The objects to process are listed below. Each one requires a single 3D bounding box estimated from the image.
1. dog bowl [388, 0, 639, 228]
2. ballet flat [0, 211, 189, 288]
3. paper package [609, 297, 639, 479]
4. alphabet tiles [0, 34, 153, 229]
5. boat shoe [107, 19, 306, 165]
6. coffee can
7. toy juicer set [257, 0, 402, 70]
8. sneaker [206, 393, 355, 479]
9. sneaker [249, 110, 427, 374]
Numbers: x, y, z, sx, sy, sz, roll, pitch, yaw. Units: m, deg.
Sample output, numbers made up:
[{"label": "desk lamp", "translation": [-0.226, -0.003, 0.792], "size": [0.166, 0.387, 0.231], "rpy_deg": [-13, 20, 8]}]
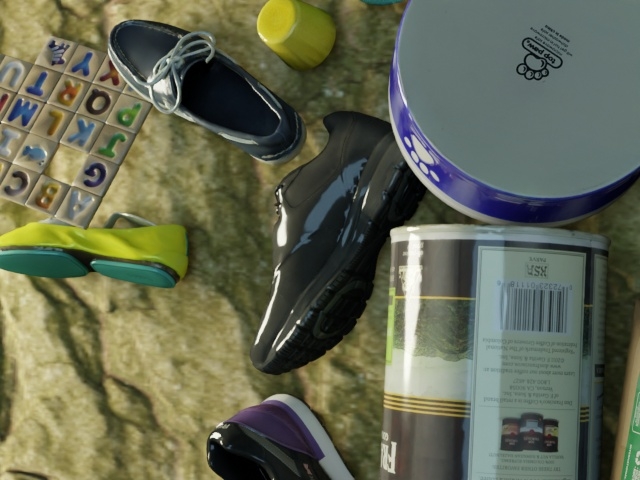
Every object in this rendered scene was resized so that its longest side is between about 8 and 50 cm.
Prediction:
[{"label": "dog bowl", "translation": [0.196, -0.149, 1.109], "size": [0.265, 0.104, 0.265], "rpy_deg": [0, 76, 1]}, {"label": "ballet flat", "translation": [-0.248, 0.003, 1.308], "size": [0.231, 0.077, 0.077], "rpy_deg": [5, 66, 16]}, {"label": "paper package", "translation": [0.387, 0.228, 0.950], "size": [0.309, 0.168, 0.325], "rpy_deg": [11, 88, -19]}, {"label": "alphabet tiles", "translation": [-0.312, -0.135, 1.336], "size": [0.237, 0.009, 0.198], "rpy_deg": [20, 74, 19]}, {"label": "boat shoe", "translation": [-0.129, -0.165, 1.267], "size": [0.254, 0.079, 0.095], "rpy_deg": [38, 88, 17]}, {"label": "coffee can", "translation": [0.156, 0.131, 1.088], "size": [0.201, 0.201, 0.275], "rpy_deg": [2, 85, 18]}, {"label": "toy juicer set", "translation": [0.059, -0.336, 1.228], "size": [0.329, 0.089, 0.209], "rpy_deg": [-32, 63, 22]}, {"label": "sneaker", "translation": [-0.005, 0.283, 1.156], "size": [0.283, 0.124, 0.107], "rpy_deg": [46, 122, 19]}, {"label": "sneaker", "translation": [0.000, 0.000, 1.213], "size": [0.130, 0.109, 0.286], "rpy_deg": [28, 85, 25]}]
